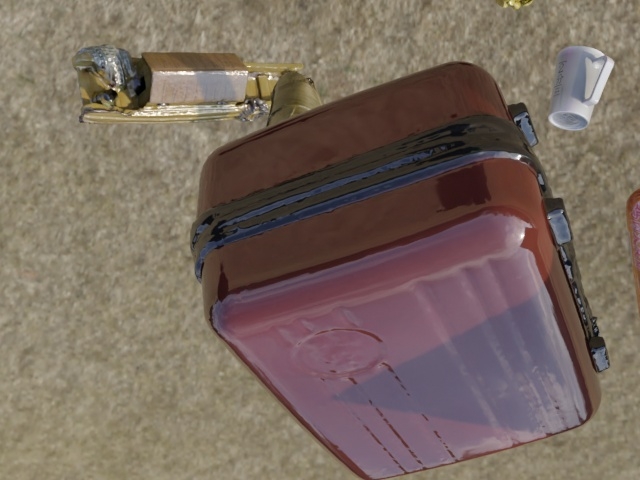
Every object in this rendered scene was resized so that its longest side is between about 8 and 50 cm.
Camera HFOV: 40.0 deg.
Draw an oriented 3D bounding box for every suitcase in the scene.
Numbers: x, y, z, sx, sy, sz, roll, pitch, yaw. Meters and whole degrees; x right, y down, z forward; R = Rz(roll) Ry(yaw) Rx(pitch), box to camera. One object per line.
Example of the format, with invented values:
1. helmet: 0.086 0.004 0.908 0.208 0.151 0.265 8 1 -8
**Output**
1. suitcase: 0.063 0.038 0.622 0.236 0.161 0.297 -18 141 14

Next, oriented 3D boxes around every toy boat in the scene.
1. toy boat: -0.225 -0.285 1.584 0.446 0.135 0.162 -6 170 -34

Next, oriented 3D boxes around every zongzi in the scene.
1. zongzi: 0.005 -0.150 1.245 0.176 0.160 0.078 28 134 -21

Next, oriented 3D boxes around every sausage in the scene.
1. sausage: 0.460 0.056 1.210 0.053 0.053 0.347 -9 130 18

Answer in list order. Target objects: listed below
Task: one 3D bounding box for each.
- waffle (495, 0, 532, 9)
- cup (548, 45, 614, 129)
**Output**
1. waffle: 0.364 -0.591 1.863 0.245 0.254 0.052 49 130 2
2. cup: 0.395 -0.235 1.325 0.074 0.116 0.104 25 161 -25
